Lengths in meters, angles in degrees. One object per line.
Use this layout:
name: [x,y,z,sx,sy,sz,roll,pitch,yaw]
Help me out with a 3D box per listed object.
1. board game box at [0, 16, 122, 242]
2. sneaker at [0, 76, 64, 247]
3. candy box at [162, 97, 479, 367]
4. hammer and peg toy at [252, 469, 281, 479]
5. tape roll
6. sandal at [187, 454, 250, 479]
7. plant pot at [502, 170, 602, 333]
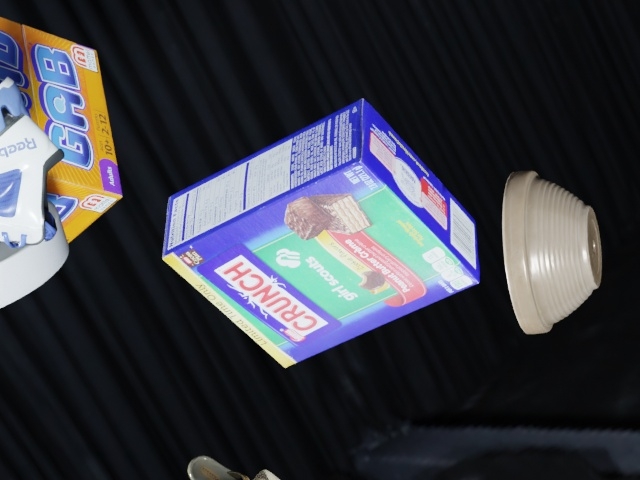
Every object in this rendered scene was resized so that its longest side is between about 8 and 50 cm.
board game box: [-0.648,-0.180,2.638,0.356,0.357,0.356,15,140,-43]
sneaker: [-0.435,-0.032,1.717,0.315,0.182,0.127,-47,-169,-2]
candy box: [0.000,0.000,1.762,0.317,0.268,0.122,-25,-140,28]
hammer and peg toy: [-0.044,0.606,2.447,0.361,0.127,0.266,34,-105,23]
tape roll: [-0.595,0.033,2.185,0.392,0.072,0.392,-11,-158,5]
sandal: [-0.146,0.421,2.339,0.072,0.180,0.049,-53,169,-34]
plant pot: [0.341,0.013,1.974,0.109,0.237,0.237,-7,-156,20]
